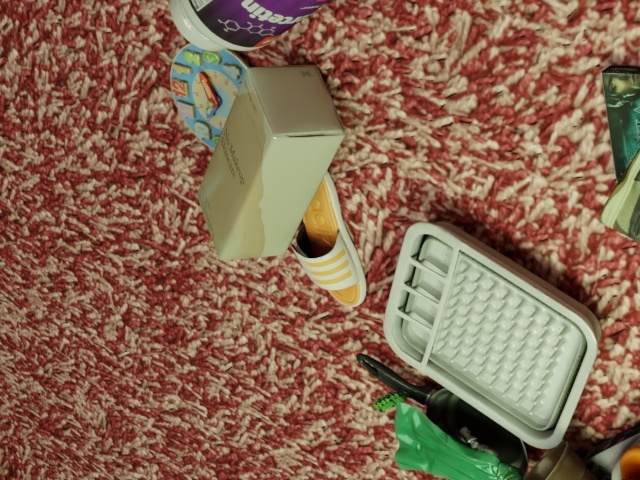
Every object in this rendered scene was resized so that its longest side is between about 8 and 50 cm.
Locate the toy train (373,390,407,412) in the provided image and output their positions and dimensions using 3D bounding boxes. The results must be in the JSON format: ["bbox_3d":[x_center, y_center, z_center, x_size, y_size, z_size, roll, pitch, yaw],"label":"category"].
[{"bbox_3d":[0.119,0.275,2.223,0.024,0.017,0.083,45,142,-6],"label":"toy train"}]

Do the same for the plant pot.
[{"bbox_3d":[0.368,0.407,1.894,0.165,0.167,0.167,40,140,4],"label":"plant pot"}]

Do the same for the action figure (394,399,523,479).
[{"bbox_3d":[0.220,0.341,2.059,0.232,0.063,0.137,19,129,40],"label":"action figure"}]

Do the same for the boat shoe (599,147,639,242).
[{"bbox_3d":[0.411,-0.080,1.577,0.073,0.080,0.223,36,143,13],"label":"boat shoe"}]

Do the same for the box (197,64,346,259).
[{"bbox_3d":[-0.082,-0.117,2.020,0.148,0.121,0.311,68,149,31],"label":"box"}]

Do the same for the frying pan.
[{"bbox_3d":[0.207,0.299,2.124,0.326,0.053,0.197,18,129,39],"label":"frying pan"}]

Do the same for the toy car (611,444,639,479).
[{"bbox_3d":[0.454,0.360,1.754,0.159,0.136,0.182,-19,75,49],"label":"toy car"}]

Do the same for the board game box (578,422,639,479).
[{"bbox_3d":[0.507,0.356,1.865,0.208,0.056,0.347,47,141,2],"label":"board game box"}]

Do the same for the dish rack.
[{"bbox_3d":[0.257,0.130,1.931,0.333,0.072,0.285,34,136,24],"label":"dish rack"}]

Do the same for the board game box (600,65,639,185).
[{"bbox_3d":[0.419,-0.124,1.615,0.126,0.026,0.186,9,124,41],"label":"board game box"}]

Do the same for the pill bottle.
[{"bbox_3d":[-0.078,-0.379,1.811,0.323,0.181,0.181,-25,98,51],"label":"pill bottle"}]

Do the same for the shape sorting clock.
[{"bbox_3d":[-0.167,-0.228,2.125,0.206,0.040,0.206,26,134,31],"label":"shape sorting clock"}]

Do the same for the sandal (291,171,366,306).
[{"bbox_3d":[-0.008,-0.001,2.101,0.102,0.076,0.265,4,120,44],"label":"sandal"}]
